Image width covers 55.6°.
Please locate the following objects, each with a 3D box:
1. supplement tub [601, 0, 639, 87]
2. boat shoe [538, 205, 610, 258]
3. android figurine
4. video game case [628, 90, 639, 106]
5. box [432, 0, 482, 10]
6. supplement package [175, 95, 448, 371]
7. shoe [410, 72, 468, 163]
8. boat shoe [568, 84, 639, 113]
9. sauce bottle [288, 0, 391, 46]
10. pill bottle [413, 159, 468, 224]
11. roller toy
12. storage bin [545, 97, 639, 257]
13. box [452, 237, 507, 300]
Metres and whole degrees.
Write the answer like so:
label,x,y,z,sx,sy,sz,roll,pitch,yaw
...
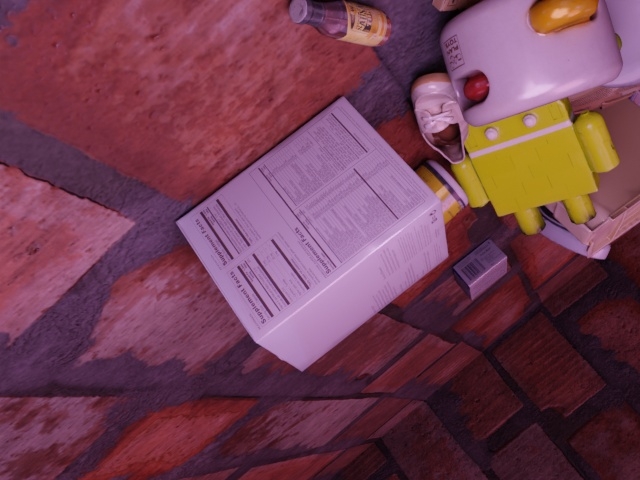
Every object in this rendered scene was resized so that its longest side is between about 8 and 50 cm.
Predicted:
label,x,y,z,sx,sy,sz,roll,pitch,yaw
supplement tub,0.507,-0.346,0.872,0.338,0.207,0.207,-20,149,-32
boat shoe,0.498,-0.081,1.248,0.121,0.335,0.119,14,115,-13
android figurine,0.331,-0.135,0.967,0.248,0.273,0.056,-14,-153,37
video game case,0.607,-0.251,1.282,0.143,0.019,0.157,7,123,-27
box,0.228,-0.365,0.697,0.164,0.021,0.201,-20,148,-33
supplement package,0.000,0.000,0.794,0.262,0.198,0.199,-38,155,-2
shoe,0.182,-0.173,0.878,0.076,0.058,0.219,-11,163,18
boat shoe,0.492,-0.293,1.054,0.341,0.122,0.110,-17,153,-17
sauce bottle,0.022,-0.229,0.631,0.128,0.042,0.042,-11,143,-46
pill bottle,0.150,-0.042,1.026,0.184,0.103,0.103,-42,154,7
roller toy,0.247,-0.233,0.733,0.191,0.146,0.209,-16,-174,33
storage bin,0.492,-0.143,1.117,0.260,0.262,0.123,-33,153,-10
box,0.421,0.078,1.598,0.126,0.072,0.137,-38,153,-1
